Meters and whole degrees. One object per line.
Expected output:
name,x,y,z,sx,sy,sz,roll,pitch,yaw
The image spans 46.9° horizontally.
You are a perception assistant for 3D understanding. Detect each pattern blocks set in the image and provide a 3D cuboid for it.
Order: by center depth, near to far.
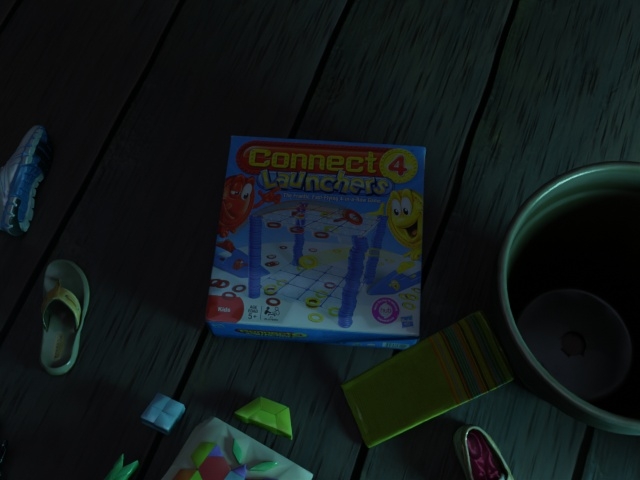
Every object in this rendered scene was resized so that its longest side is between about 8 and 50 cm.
pattern blocks set,-0.117,0.326,0.964,0.325,0.026,0.285,13,47,7

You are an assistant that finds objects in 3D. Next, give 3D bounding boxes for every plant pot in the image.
plant pot,0.365,0.101,0.961,0.323,0.280,0.323,-1,69,1

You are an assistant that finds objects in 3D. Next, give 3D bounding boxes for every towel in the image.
towel,0.140,0.191,1.007,0.237,0.021,0.102,-32,65,23

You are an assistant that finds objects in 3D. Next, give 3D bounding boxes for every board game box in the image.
board game box,0.000,0.000,1.117,0.308,0.086,0.301,3,68,3

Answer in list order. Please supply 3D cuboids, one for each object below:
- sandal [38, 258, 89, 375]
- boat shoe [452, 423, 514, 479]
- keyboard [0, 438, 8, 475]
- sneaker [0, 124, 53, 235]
sandal,-0.390,0.109,1.103,0.072,0.049,0.180,-1,68,1
boat shoe,0.229,0.328,0.992,0.063,0.059,0.170,-23,69,-8
keyboard,-0.481,0.340,1.029,0.100,0.038,0.192,-5,67,25
sneaker,-0.494,-0.104,1.185,0.083,0.071,0.190,9,68,11
